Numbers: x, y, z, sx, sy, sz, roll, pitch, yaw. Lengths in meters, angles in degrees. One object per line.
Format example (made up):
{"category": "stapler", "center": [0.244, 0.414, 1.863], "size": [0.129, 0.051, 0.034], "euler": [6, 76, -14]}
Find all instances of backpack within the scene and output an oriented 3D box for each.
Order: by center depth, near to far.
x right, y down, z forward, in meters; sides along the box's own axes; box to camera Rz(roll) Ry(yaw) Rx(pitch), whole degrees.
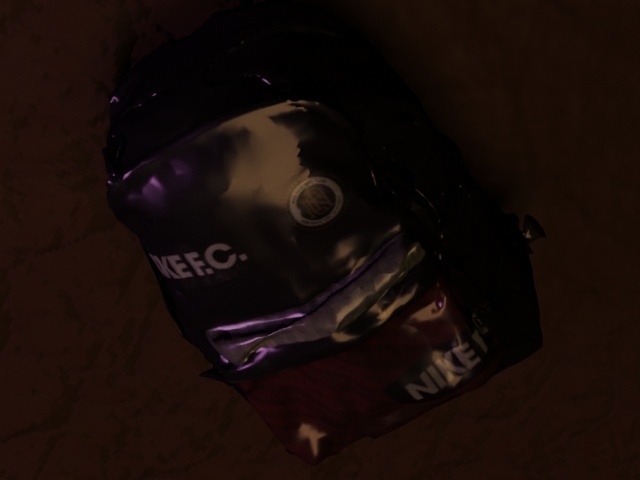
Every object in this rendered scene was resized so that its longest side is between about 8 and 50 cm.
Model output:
{"category": "backpack", "center": [-0.004, 0.001, 0.685], "size": [0.120, 0.105, 0.165], "euler": [-31, 129, 19]}
